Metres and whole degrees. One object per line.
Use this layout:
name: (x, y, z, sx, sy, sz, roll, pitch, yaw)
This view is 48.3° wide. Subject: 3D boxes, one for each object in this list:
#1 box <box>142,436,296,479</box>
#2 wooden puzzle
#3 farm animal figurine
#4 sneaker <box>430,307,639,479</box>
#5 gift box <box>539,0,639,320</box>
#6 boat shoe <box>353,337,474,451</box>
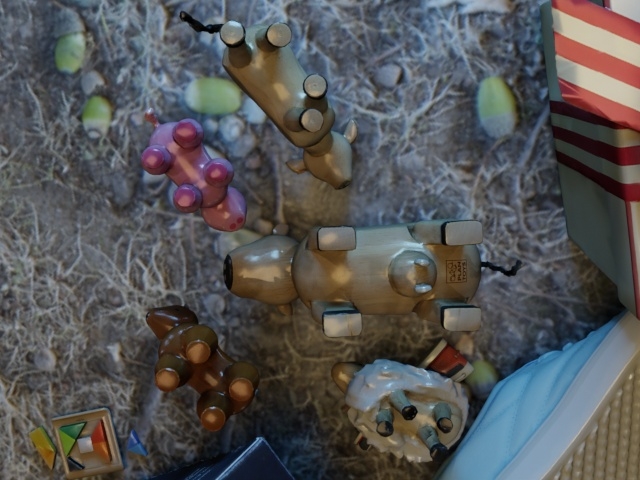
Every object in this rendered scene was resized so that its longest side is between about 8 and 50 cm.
box: (-0.073, 0.375, 0.598, 0.343, 0.179, 0.312, 52, 141, -1)
wooden puzzle: (-0.249, 0.218, 0.759, 0.116, 0.014, 0.078, -20, 95, 10)
farm animal figurine: (0.000, 0.000, 0.626, 0.327, 0.172, 0.330, 15, 92, -6)
sneaker: (0.223, 0.129, 0.616, 0.366, 0.150, 0.135, -43, 116, -3)
gift box: (0.285, -0.108, 0.501, 0.255, 0.258, 0.276, -15, 103, 9)
boat shoe: (0.087, 0.156, 0.686, 0.043, 0.049, 0.137, 43, 95, 4)
